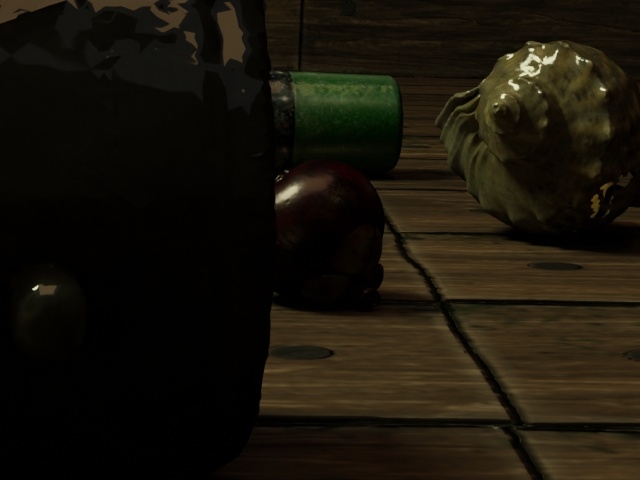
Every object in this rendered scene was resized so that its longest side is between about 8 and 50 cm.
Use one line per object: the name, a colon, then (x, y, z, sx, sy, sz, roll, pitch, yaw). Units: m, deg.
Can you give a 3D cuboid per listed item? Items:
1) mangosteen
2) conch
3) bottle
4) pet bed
mangosteen: (-0.002, -0.003, 0.883, 0.081, 0.081, 0.081, 1, 9, 0)
conch: (0.161, -0.066, 1.130, 0.155, 0.130, 0.207, 24, 7, 36)
bottle: (-0.096, -0.103, 1.445, 0.330, 0.093, 0.093, 0, 9, -9)
pet bed: (-0.128, -0.009, 0.558, 0.211, 0.183, 0.159, 2, 2, -14)
